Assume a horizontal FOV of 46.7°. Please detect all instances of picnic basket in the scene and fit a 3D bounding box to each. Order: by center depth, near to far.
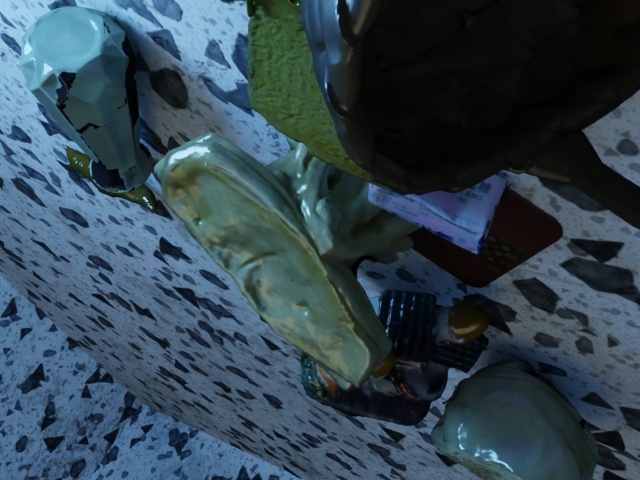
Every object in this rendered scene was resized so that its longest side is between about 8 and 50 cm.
[{"bbox_3d":[0.170,-0.134,0.473,0.337,0.337,0.293,20,152,24],"label":"picnic basket"}]

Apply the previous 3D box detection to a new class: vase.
[{"bbox_3d":[-0.356,-0.209,1.198,0.165,0.165,0.360,28,158,11],"label":"vase"}]

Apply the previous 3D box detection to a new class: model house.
[{"bbox_3d":[0.152,0.186,1.204,0.271,0.190,0.301,25,154,-27],"label":"model house"}]

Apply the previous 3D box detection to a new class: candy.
[{"bbox_3d":[0.148,-0.061,0.935,0.160,0.092,0.073,27,159,9],"label":"candy"}]

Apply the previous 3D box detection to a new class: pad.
[{"bbox_3d":[0.210,-0.014,1.056,0.181,0.004,0.267,34,154,-1],"label":"pad"}]

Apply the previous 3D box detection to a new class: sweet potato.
[{"bbox_3d":[-0.434,-0.127,1.519,0.274,0.067,0.067,28,154,21],"label":"sweet potato"}]

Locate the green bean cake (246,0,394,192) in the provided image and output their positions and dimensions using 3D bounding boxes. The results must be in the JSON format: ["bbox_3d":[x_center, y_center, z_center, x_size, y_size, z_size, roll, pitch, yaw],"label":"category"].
[{"bbox_3d":[0.043,-0.188,0.806,0.233,0.124,0.236,30,154,8],"label":"green bean cake"}]

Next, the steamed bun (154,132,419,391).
[{"bbox_3d":[-0.013,-0.021,1.033,0.428,0.189,0.247,46,138,-3],"label":"steamed bun"}]

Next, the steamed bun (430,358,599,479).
[{"bbox_3d":[0.337,0.323,1.276,0.275,0.206,0.320,31,164,-13],"label":"steamed bun"}]
